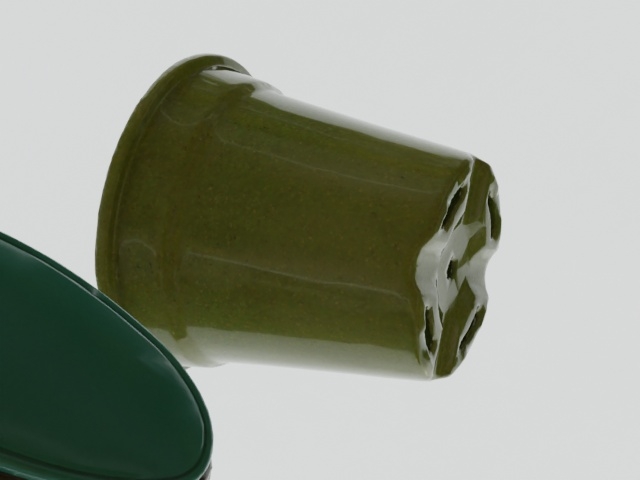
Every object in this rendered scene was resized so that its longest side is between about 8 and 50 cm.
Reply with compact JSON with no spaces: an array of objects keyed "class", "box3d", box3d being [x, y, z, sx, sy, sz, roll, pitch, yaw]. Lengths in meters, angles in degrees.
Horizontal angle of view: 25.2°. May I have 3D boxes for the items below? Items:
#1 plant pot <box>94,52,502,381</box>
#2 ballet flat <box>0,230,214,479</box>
[{"class":"plant pot","box3d":[0.000,0.000,1.159,0.253,0.276,0.276,11,-101,25]},{"class":"ballet flat","box3d":[-0.144,0.019,0.369,0.248,0.086,0.086,32,-103,-26]}]
